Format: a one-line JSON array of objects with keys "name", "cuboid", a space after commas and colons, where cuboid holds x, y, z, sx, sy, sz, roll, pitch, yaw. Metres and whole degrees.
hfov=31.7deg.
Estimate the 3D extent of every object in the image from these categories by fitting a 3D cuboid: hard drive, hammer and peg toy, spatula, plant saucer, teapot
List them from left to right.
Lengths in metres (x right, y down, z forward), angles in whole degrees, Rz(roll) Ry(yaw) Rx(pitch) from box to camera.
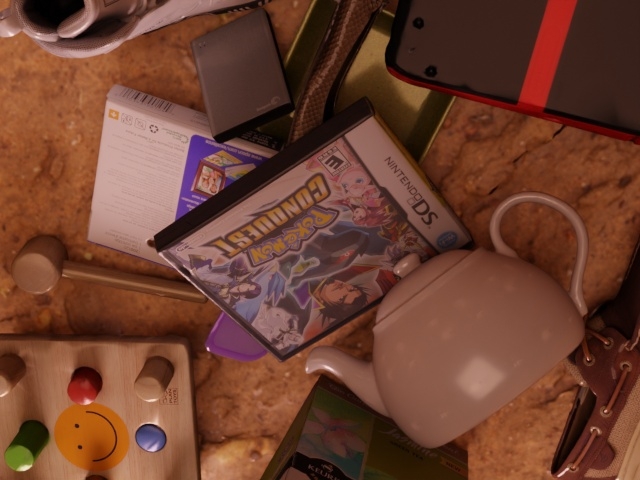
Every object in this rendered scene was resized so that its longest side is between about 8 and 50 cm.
[{"name": "hammer and peg toy", "cuboid": [-0.270, 0.184, 1.356, 0.266, 0.127, 0.361, 1, 108, 6]}, {"name": "hard drive", "cuboid": [-0.086, -0.180, 1.227, 0.094, 0.022, 0.135, -23, 61, 13]}, {"name": "spatula", "cuboid": [-0.033, 0.030, 1.306, 0.084, 0.030, 0.296, 21, 122, -26]}, {"name": "plant saucer", "cuboid": [0.048, -0.166, 1.249, 0.188, 0.045, 0.188, 26, 109, -2]}, {"name": "teapot", "cuboid": [0.153, 0.089, 1.233, 0.187, 0.256, 0.252, 54, 145, 6]}]

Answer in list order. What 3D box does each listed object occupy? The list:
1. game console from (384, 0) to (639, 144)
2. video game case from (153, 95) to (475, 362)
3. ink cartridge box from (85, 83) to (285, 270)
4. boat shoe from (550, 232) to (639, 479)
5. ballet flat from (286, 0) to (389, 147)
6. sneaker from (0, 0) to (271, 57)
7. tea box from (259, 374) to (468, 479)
[{"name": "game console", "cuboid": [0.275, -0.312, 1.152, 0.342, 0.060, 0.386, 16, 102, 3]}, {"name": "video game case", "cuboid": [0.000, 0.000, 1.243, 0.275, 0.035, 0.248, -33, 133, 11]}, {"name": "ink cartridge box", "cuboid": [-0.159, -0.056, 1.298, 0.206, 0.045, 0.208, 19, 127, 1]}, {"name": "boat shoe", "cuboid": [0.332, 0.136, 1.279, 0.123, 0.123, 0.341, 8, 115, 3]}, {"name": "ballet flat", "cuboid": [0.021, -0.181, 1.184, 0.058, 0.084, 0.249, 20, 103, 2]}, {"name": "sneaker", "cuboid": [-0.155, -0.276, 1.149, 0.366, 0.210, 0.137, -16, 106, 11]}, {"name": "tea box", "cuboid": [-0.001, 0.389, 1.289, 0.220, 0.323, 0.329, 28, 110, -2]}]
